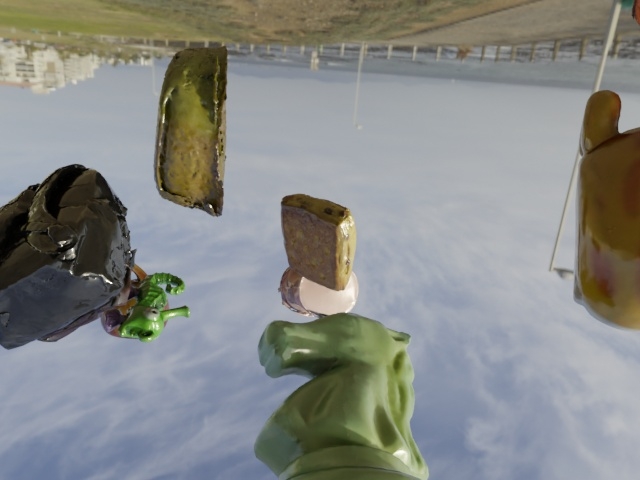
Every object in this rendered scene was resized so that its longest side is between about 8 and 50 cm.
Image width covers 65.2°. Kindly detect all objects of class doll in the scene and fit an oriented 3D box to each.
[{"bbox_3d":[-0.257,0.096,0.767,0.115,0.050,0.190,10,-157,-14],"label":"doll"},{"bbox_3d":[0.301,0.003,0.338,0.270,0.162,0.167,19,-159,22],"label":"doll"}]

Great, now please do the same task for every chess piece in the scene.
[{"bbox_3d":[0.020,0.169,0.462,0.176,0.175,0.298,4,-148,-2],"label":"chess piece"}]

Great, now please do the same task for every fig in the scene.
[{"bbox_3d":[-0.485,0.158,1.343,0.175,0.207,0.175,13,177,1],"label":"fig"}]

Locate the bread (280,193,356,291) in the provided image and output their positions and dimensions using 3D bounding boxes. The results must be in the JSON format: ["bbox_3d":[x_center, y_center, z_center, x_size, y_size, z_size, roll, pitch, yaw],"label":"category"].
[{"bbox_3d":[0.000,0.000,1.270,0.211,0.234,0.099,22,-140,34],"label":"bread"}]

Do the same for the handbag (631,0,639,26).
[{"bbox_3d":[0.685,-0.324,0.726,0.116,0.410,0.303,-32,165,-5],"label":"handbag"}]

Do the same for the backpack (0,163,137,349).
[{"bbox_3d":[-0.216,0.007,0.424,0.120,0.105,0.165,-25,-149,8],"label":"backpack"}]

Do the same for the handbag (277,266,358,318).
[{"bbox_3d":[-0.004,0.140,1.457,0.205,0.179,0.116,18,175,-28],"label":"handbag"}]

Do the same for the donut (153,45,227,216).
[{"bbox_3d":[-0.201,-0.177,0.802,0.107,0.271,0.272,4,-162,-12],"label":"donut"}]
